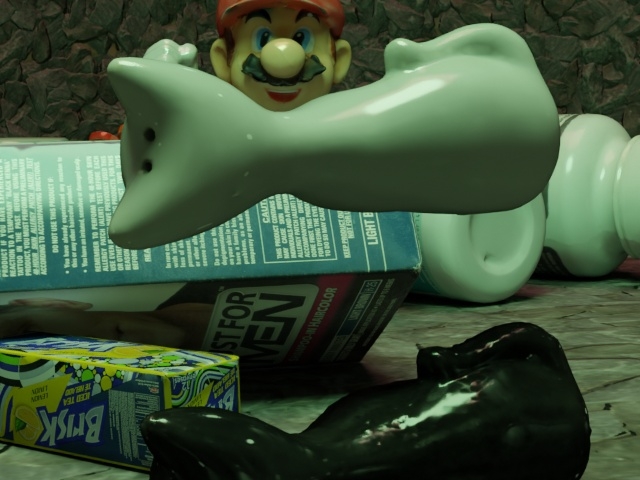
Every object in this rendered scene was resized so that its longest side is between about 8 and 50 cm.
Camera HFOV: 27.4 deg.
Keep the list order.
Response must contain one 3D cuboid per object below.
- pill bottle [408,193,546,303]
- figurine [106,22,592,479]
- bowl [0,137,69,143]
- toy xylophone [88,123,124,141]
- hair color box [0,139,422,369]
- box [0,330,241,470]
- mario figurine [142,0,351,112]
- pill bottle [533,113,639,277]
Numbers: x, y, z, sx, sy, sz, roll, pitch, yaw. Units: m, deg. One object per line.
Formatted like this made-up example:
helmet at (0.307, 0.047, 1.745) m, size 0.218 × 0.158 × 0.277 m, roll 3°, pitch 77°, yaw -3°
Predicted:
pill bottle at (0.084, -0.020, 1.314) m, size 0.146 × 0.146 × 0.264 m, roll -6°, pitch 7°, yaw -40°
figurine at (0.006, 0.022, 0.536) m, size 0.209 × 0.215 × 0.092 m, roll -8°, pitch 3°, yaw -39°
bowl at (-0.410, -0.050, 1.684) m, size 0.311 × 0.163 × 0.311 m, roll -1°, pitch 6°, yaw 0°
toy xylophone at (-0.133, -0.082, 1.642) m, size 0.322 × 0.081 × 0.236 m, roll -15°, pitch -36°, yaw 38°
hair color box at (-0.126, 0.017, 0.858) m, size 0.347 × 0.105 × 0.174 m, roll -2°, pitch -25°, yaw -13°
box at (-0.124, 0.086, 0.722) m, size 0.169 × 0.054 × 0.059 m, roll 4°, pitch 7°, yaw 38°
mario figurine at (-0.037, -0.088, 1.133) m, size 0.198 × 0.321 × 0.170 m, roll -7°, pitch 7°, yaw -42°
pill bottle at (0.242, -0.050, 1.434) m, size 0.318 × 0.176 × 0.176 m, roll 3°, pitch 7°, yaw 37°
